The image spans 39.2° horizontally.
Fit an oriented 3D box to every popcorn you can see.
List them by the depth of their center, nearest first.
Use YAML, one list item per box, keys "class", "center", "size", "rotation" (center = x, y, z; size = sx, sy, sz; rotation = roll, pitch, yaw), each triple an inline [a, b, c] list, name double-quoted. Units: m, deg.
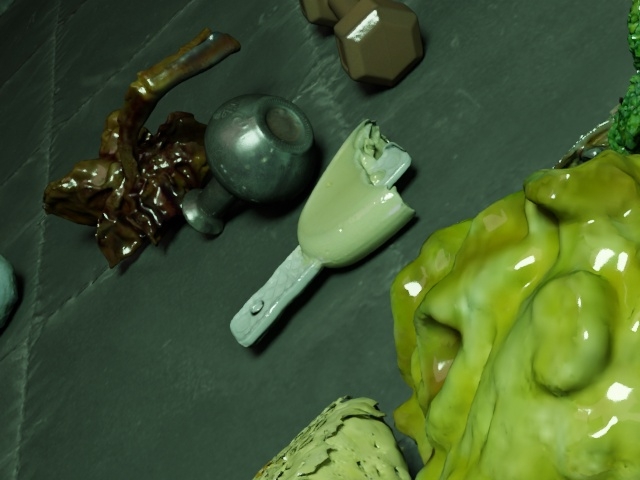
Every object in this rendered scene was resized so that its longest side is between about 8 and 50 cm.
- class: "popcorn"
  center: [0.126, 0.081, 0.468]
  size: [0.286, 0.173, 0.225]
  rotation: [152, 135, -71]

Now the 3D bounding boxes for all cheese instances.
- class: "cheese"
  center: [0.001, 0.000, 0.816]
  size: [0.235, 0.049, 0.127]
  rotation: [-47, 35, 3]

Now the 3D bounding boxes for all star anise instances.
- class: "star anise"
  center: [-0.202, -0.111, 1.069]
  size: [0.346, 0.148, 0.237]
  rotation: [-44, 36, 32]

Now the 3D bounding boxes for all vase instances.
- class: "vase"
  center: [-0.083, -0.070, 0.942]
  size: [0.183, 0.120, 0.120]
  rotation: [-43, 30, 44]

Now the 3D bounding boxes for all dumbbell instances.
- class: "dumbbell"
  center: [0.036, -0.248, 0.982]
  size: [0.082, 0.092, 0.231]
  rotation: [-18, 36, -6]

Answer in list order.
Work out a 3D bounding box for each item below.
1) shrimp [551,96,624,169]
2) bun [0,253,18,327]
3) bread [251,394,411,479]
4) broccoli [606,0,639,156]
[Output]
- class: "shrimp"
  center: [0.273, -0.142, 0.642]
  size: [0.296, 0.058, 0.169]
  rotation: [-34, 31, 16]
- class: "bun"
  center: [-0.476, 0.083, 1.260]
  size: [0.140, 0.083, 0.141]
  rotation: [-21, 52, 29]
- class: "bread"
  center: [0.016, 0.269, 0.494]
  size: [0.248, 0.279, 0.315]
  rotation: [-54, -7, 24]
- class: "broccoli"
  center: [0.273, -0.099, 0.442]
  size: [0.261, 0.242, 0.269]
  rotation: [-35, -10, 1]
